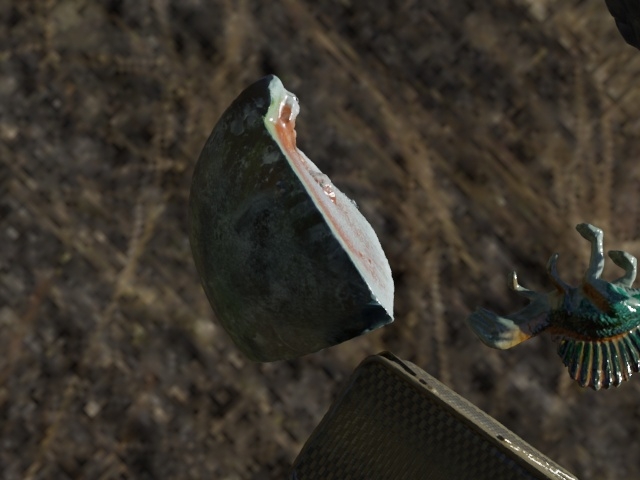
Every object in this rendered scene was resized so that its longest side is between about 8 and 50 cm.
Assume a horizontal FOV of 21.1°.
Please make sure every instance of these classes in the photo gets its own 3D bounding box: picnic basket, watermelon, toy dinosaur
[{"bbox_3d":[0.116,0.241,1.689,0.267,0.165,0.139,35,4,15],"label":"picnic basket"},{"bbox_3d":[0.000,0.000,1.809,0.214,0.320,0.289,-10,28,-39],"label":"watermelon"},{"bbox_3d":[0.202,0.055,1.199,0.187,0.106,0.044,22,-15,-8],"label":"toy dinosaur"}]

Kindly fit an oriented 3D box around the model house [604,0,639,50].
[{"bbox_3d":[0.255,-0.220,0.906,0.321,0.261,0.266,52,35,-56],"label":"model house"}]
